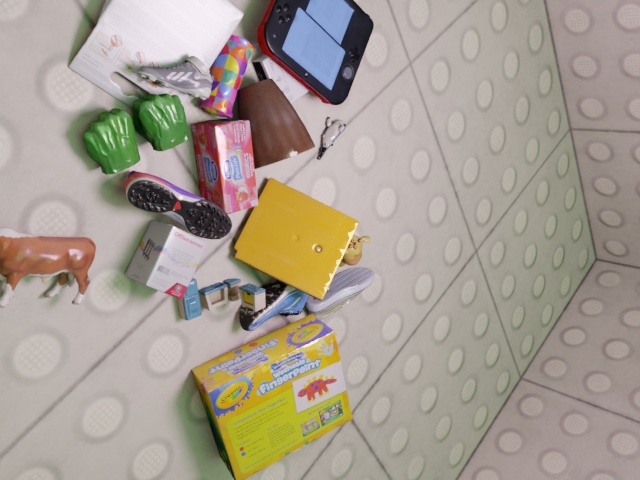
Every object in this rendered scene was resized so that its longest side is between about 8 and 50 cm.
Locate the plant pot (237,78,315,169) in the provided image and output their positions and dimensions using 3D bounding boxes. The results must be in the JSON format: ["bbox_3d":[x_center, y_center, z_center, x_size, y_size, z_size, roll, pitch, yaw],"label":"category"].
[{"bbox_3d":[-0.153,-0.352,1.784,0.215,0.215,0.230,-28,104,-36],"label":"plant pot"}]

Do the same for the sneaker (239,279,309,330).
[{"bbox_3d":[-0.122,0.208,1.986,0.330,0.130,0.147,-35,120,-33],"label":"sneaker"}]

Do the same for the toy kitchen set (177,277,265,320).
[{"bbox_3d":[-0.294,0.160,1.783,0.207,0.166,0.122,-21,114,-39],"label":"toy kitchen set"}]

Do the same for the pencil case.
[{"bbox_3d":[-0.263,-0.466,1.705,0.104,0.104,0.236,23,85,-44],"label":"pencil case"}]

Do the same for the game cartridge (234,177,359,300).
[{"bbox_3d":[-0.079,-0.005,1.904,0.324,0.052,0.285,27,79,-3],"label":"game cartridge"}]

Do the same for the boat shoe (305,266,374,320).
[{"bbox_3d":[0.070,0.193,2.198,0.302,0.109,0.094,-25,132,-27],"label":"boat shoe"}]

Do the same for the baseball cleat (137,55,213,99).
[{"bbox_3d":[-0.374,-0.439,1.568,0.206,0.072,0.109,11,94,-46],"label":"baseball cleat"}]

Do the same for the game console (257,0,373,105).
[{"bbox_3d":[-0.003,-0.641,1.847,0.387,0.060,0.341,30,80,-43],"label":"game console"}]

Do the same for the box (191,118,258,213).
[{"bbox_3d":[-0.275,-0.217,1.735,0.123,0.128,0.256,-20,114,-39],"label":"box"}]

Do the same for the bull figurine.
[{"bbox_3d":[-0.690,0.056,1.432,0.311,0.101,0.188,5,101,-42],"label":"bull figurine"}]

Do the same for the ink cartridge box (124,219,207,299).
[{"bbox_3d":[-0.424,0.050,1.659,0.128,0.127,0.176,33,78,-43],"label":"ink cartridge box"}]

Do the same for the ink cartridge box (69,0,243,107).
[{"bbox_3d":[-0.427,-0.534,1.568,0.308,0.091,0.385,31,95,-44],"label":"ink cartridge box"}]

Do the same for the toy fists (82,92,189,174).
[{"bbox_3d":[-0.473,-0.289,1.547,0.279,0.096,0.142,-31,132,-26],"label":"toy fists"}]

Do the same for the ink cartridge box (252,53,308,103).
[{"bbox_3d":[-0.054,-0.566,1.902,0.333,0.065,0.165,-40,124,-27],"label":"ink cartridge box"}]

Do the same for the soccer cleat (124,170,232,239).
[{"bbox_3d":[-0.382,-0.101,1.640,0.318,0.116,0.108,25,107,-35],"label":"soccer cleat"}]

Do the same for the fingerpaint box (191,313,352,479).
[{"bbox_3d":[-0.147,0.503,1.961,0.445,0.163,0.370,-23,116,-23],"label":"fingerpaint box"}]

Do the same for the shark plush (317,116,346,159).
[{"bbox_3d":[0.043,-0.344,2.059,0.067,0.073,0.161,51,56,-72],"label":"shark plush"}]

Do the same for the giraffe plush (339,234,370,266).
[{"bbox_3d":[0.080,0.019,2.050,0.181,0.171,0.210,-55,131,-19],"label":"giraffe plush"}]
